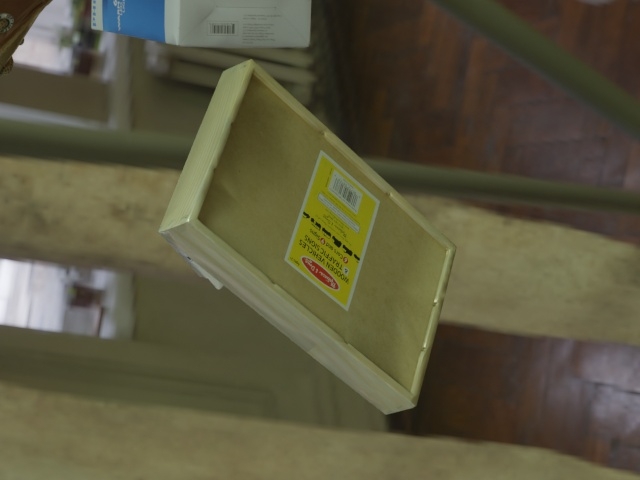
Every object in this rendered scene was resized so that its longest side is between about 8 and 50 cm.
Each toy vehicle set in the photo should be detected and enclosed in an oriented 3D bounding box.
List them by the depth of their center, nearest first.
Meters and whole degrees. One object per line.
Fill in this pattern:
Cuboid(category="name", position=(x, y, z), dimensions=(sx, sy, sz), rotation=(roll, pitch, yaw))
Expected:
Cuboid(category="toy vehicle set", position=(0.000, 0.000, 1.136), dimensions=(0.035, 0.267, 0.166), rotation=(-19, 41, 42))

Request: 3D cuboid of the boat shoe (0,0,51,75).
Cuboid(category="boat shoe", position=(-0.204, -0.126, 0.699), dimensions=(0.122, 0.324, 0.120), rotation=(42, 164, 29))

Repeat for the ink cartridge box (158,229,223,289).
Cuboid(category="ink cartridge box", position=(-0.119, 0.004, 1.433), dimensions=(0.048, 0.083, 0.028), rotation=(-45, 21, -14))

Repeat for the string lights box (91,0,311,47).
Cuboid(category="string lights box", position=(-0.124, -0.234, 1.386), dimensions=(0.260, 0.133, 0.076), rotation=(23, 114, 61))
